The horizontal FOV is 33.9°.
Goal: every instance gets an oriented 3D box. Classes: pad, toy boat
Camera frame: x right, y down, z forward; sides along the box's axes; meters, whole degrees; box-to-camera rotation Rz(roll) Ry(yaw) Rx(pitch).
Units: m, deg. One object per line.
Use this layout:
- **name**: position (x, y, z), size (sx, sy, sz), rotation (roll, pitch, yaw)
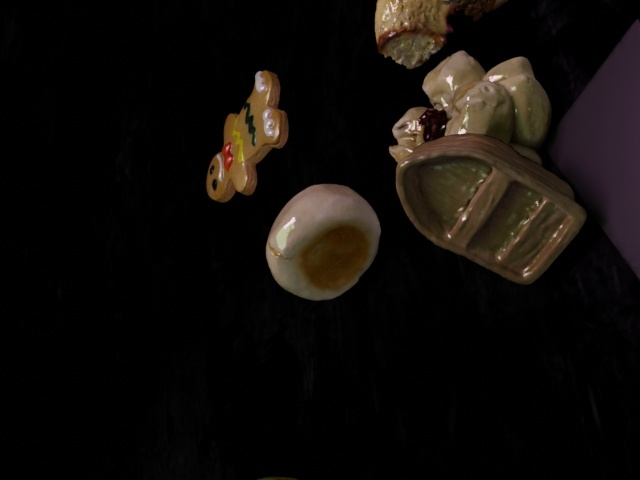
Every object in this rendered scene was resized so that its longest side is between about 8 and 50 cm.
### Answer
- **pad**: position (0.313, -0.077, 0.995), size (0.170, 0.006, 0.245), rotation (-59, 38, 33)
- **toy boat**: position (0.162, -0.044, 1.062), size (0.116, 0.188, 0.061), rotation (-57, 10, 33)

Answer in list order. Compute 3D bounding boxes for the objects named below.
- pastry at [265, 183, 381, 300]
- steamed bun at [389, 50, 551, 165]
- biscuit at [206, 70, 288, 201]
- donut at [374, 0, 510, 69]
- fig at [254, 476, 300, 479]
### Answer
- **pastry**: position (0.000, 0.000, 1.326), size (0.092, 0.156, 0.156), rotation (44, 119, 44)
- **steamed bun**: position (0.159, -0.120, 1.150), size (0.177, 0.106, 0.192), rotation (50, 124, 50)
- **biscuit**: position (-0.126, -0.150, 1.665), size (0.240, 0.035, 0.158), rotation (-50, 42, 38)
- **donut**: position (0.137, -0.302, 1.248), size (0.217, 0.085, 0.141), rotation (-35, 54, 50)
- **fig**: position (-0.019, 0.390, 1.254), size (0.235, 0.203, 0.203), rotation (0, 82, 32)
